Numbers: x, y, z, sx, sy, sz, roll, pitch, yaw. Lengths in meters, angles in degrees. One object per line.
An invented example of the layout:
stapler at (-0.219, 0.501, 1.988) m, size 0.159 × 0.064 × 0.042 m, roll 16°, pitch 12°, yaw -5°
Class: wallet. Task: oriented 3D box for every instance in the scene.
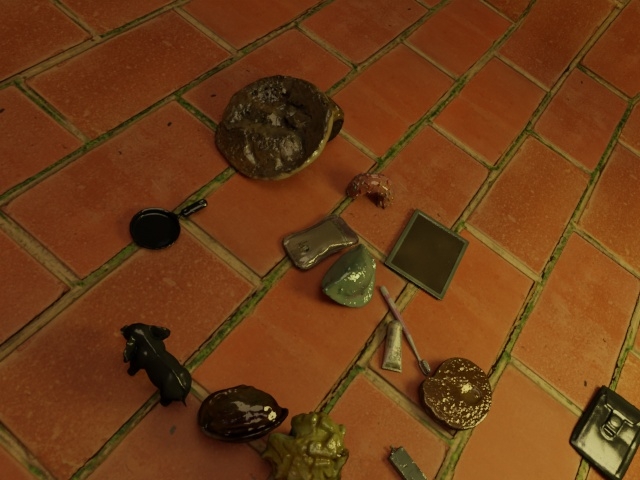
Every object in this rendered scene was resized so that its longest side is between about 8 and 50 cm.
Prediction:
wallet at (0.832, 0.549, 1.522) m, size 0.168 × 0.052 × 0.245 m, roll 43°, pitch 58°, yaw 15°

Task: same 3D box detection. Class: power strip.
power strip at (0.216, 0.567, 1.317) m, size 0.050 × 0.019 × 0.136 m, roll -31°, pitch 72°, yaw -30°

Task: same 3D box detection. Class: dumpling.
dumpling at (0.095, 0.110, 1.514) m, size 0.149 × 0.105 × 0.216 m, roll 43°, pitch 55°, yaw 11°

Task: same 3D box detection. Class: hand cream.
hand cream at (0.206, 0.294, 1.483) m, size 0.061 × 0.039 × 0.144 m, roll 17°, pitch 64°, yaw -15°

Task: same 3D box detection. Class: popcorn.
popcorn at (-0.021, 0.482, 1.199) m, size 0.167 × 0.186 × 0.187 m, roll 30°, pitch 67°, yaw 31°

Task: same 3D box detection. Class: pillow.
pillow at (0.000, 0.000, 1.595) m, size 0.232 × 0.038 × 0.131 m, roll -24°, pitch 66°, yaw -27°

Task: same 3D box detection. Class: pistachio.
pistachio at (-0.178, 0.396, 1.223) m, size 0.210 × 0.131 × 0.165 m, roll 2°, pitch 24°, yaw -5°

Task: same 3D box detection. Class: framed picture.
framed picture at (0.344, 0.040, 1.698) m, size 0.217 × 0.017 × 0.274 m, roll 34°, pitch 55°, yaw 5°

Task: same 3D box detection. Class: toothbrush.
toothbrush at (0.241, 0.252, 1.523) m, size 0.020 × 0.025 × 0.287 m, roll -14°, pitch 64°, yaw -26°

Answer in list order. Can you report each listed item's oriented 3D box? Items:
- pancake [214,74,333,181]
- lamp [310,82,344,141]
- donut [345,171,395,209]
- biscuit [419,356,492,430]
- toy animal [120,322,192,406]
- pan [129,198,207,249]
pancake at (-0.145, -0.358, 1.679) m, size 0.386 × 0.082 × 0.387 m, roll -4°, pitch 69°, yaw 12°
lamp at (-0.020, -0.426, 1.791) m, size 0.185 × 0.161 × 0.161 m, roll 43°, pitch 56°, yaw 16°
donut at (0.174, -0.168, 1.714) m, size 0.165 × 0.117 × 0.065 m, roll 8°, pitch 52°, yaw -13°
biscuit at (0.371, 0.418, 1.445) m, size 0.181 × 0.049 × 0.208 m, roll 45°, pitch 56°, yaw 12°
toy animal at (-0.378, 0.274, 1.225) m, size 0.245 × 0.146 × 0.114 m, roll 36°, pitch 56°, yaw 7°
pan at (-0.419, -0.054, 1.493) m, size 0.235 × 0.028 × 0.136 m, roll -31°, pitch 73°, yaw -28°
